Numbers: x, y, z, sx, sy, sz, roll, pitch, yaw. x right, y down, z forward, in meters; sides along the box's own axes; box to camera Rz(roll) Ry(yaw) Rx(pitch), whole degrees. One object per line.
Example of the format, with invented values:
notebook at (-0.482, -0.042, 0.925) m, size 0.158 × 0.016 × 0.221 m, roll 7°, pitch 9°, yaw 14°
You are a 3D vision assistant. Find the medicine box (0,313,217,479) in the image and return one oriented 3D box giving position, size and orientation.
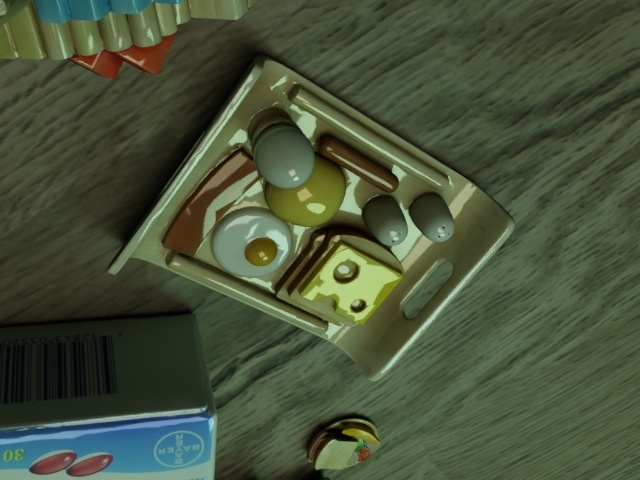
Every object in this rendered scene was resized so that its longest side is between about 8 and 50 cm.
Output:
medicine box at (-0.241, 0.230, 0.830) m, size 0.263 × 0.149 × 0.289 m, roll -3°, pitch 123°, yaw -15°

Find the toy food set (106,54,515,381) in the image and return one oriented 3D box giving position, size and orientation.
toy food set at (0.000, 0.000, 0.785) m, size 0.306 × 0.092 × 0.219 m, roll 28°, pitch 111°, yaw -30°

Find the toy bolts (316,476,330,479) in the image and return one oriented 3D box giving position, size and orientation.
toy bolts at (-0.046, 0.411, 0.972) m, size 0.158 × 0.228 × 0.218 m, roll -7°, pitch 132°, yaw -13°

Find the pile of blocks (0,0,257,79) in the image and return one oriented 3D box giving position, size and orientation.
pile of blocks at (-0.178, -0.147, 0.597) m, size 0.362 × 0.149 × 0.112 m, roll -14°, pitch 125°, yaw -9°

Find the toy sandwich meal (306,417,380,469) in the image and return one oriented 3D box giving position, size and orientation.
toy sandwich meal at (0.028, 0.233, 0.989) m, size 0.086 × 0.029 × 0.085 m, roll -8°, pitch 125°, yaw -12°
